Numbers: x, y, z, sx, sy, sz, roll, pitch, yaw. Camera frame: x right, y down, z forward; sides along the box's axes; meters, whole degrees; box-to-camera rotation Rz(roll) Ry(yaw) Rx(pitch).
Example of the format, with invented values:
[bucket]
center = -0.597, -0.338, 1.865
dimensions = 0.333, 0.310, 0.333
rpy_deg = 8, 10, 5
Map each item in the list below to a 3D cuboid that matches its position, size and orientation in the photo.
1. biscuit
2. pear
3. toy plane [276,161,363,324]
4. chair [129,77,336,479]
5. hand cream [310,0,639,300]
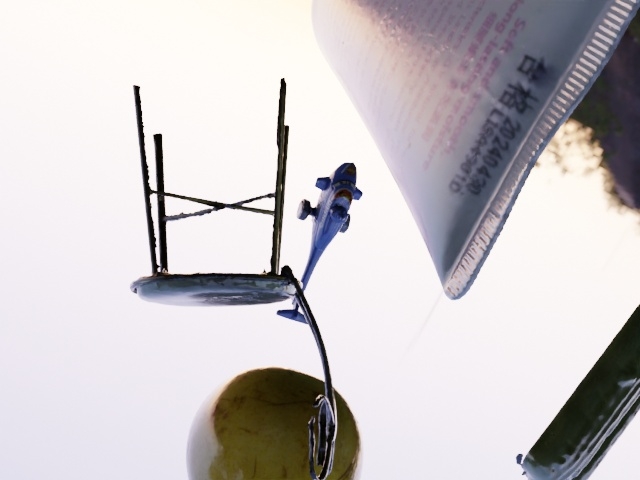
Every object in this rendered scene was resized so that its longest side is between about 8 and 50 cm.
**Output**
[biscuit]
center = 0.232, 0.029, 0.635
dimensions = 0.038, 0.322, 0.099
rpy_deg = 36, 169, 25
[pear]
center = -0.067, 0.317, 1.467
dimensions = 0.280, 0.281, 0.281
rpy_deg = 24, -164, -8
[toy plane]
center = 0.000, 0.000, 0.996
dimensions = 0.054, 0.167, 0.062
rpy_deg = 17, -165, -18
[chair]
center = -0.075, 0.038, 0.859
dimensions = 0.170, 0.326, 0.160
rpy_deg = -2, 169, -2
[hand cream]
center = 0.080, -0.115, 0.627
dimensions = 0.118, 0.186, 0.359
rpy_deg = 25, -163, -20
